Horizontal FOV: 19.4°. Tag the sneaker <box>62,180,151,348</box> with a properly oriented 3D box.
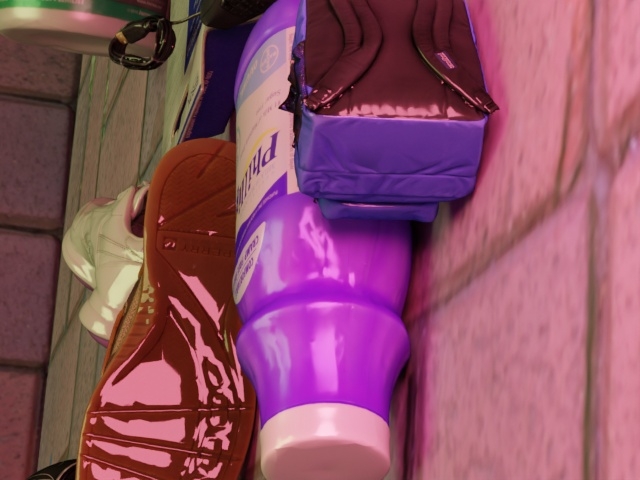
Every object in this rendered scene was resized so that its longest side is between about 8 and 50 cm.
[{"bbox_3d":[-0.171,0.004,1.823,0.152,0.114,0.305,-65,21,13],"label":"sneaker"}]

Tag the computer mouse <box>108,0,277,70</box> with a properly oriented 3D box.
[{"bbox_3d":[-0.100,-0.191,1.483,0.242,0.041,0.071,-22,53,44],"label":"computer mouse"}]

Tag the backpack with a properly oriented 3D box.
[{"bbox_3d":[0.027,-0.074,0.937,0.101,0.098,0.120,106,165,-47],"label":"backpack"}]

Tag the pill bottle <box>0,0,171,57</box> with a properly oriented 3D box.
[{"bbox_3d":[-0.255,-0.403,2.157,0.204,0.204,0.361,172,105,-77],"label":"pill bottle"}]

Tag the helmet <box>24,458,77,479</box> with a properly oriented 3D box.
[{"bbox_3d":[-0.229,0.290,1.721,0.161,0.169,0.169,-44,38,46],"label":"helmet"}]

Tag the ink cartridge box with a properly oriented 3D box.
[{"bbox_3d":[-0.091,-0.228,1.639,0.176,0.069,0.371,118,159,-55],"label":"ink cartridge box"}]

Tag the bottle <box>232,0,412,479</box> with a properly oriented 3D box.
[{"bbox_3d":[0.000,0.000,1.019,0.118,0.092,0.283,116,158,-53],"label":"bottle"}]

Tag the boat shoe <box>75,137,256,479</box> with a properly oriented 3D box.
[{"bbox_3d":[-0.109,0.098,1.425,0.123,0.123,0.342,109,169,-72],"label":"boat shoe"}]
